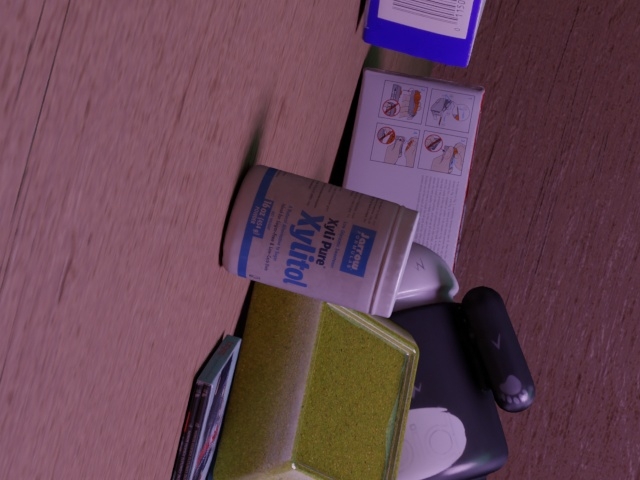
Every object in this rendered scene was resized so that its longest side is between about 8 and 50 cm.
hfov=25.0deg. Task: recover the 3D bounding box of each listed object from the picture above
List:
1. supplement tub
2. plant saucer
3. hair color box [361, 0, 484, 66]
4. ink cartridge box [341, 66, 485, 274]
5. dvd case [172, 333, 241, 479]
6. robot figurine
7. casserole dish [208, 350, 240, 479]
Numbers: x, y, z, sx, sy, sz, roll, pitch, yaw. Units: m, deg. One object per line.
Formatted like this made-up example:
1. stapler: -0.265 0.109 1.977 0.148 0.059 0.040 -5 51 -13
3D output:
1. supplement tub: 0.000 0.000 0.873 0.071 0.107 0.071 15 90 -85
2. plant saucer: 0.011 0.121 1.073 0.188 0.045 0.188 34 61 -47
3. hair color box: 0.132 -0.345 1.299 0.185 0.110 0.339 97 12 -54
4. ink cartridge box: 0.079 0.010 1.532 0.272 0.130 0.309 82 18 -79
5. dvd case: -0.079 0.130 0.951 0.087 0.013 0.119 -59 165 -72
6. robot figurine: 0.064 0.135 1.260 0.173 0.209 0.278 112 -37 -76
7. casserole dish: -0.053 0.138 1.133 0.188 0.037 0.114 20 87 -86
